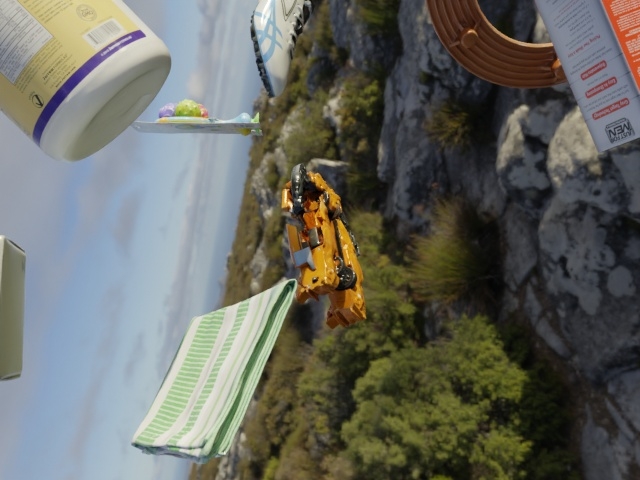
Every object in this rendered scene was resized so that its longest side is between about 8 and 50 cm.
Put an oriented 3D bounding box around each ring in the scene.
[{"bbox_3d":[0.288,-0.336,0.744,0.032,0.336,0.336,-100,23,-52],"label":"ring"}]

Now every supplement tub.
[{"bbox_3d":[-0.411,-0.304,0.914,0.241,0.331,0.241,-44,6,6],"label":"supplement tub"}]

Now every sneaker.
[{"bbox_3d":[-0.052,-0.307,0.887,0.085,0.086,0.237,82,-171,-66],"label":"sneaker"}]

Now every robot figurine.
[{"bbox_3d":[0.000,0.000,1.120,0.085,0.211,0.291,-27,47,17],"label":"robot figurine"}]

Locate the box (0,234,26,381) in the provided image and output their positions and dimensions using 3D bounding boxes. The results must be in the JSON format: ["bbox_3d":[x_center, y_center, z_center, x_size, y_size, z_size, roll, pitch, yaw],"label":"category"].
[{"bbox_3d":[-0.433,0.073,0.635,0.127,0.232,0.148,149,120,-72],"label":"box"}]

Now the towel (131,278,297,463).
[{"bbox_3d":[-0.162,0.188,0.890,0.325,0.038,0.248,-27,35,56],"label":"towel"}]

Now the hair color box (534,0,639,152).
[{"bbox_3d":[0.222,-0.145,0.480,0.072,0.043,0.141,154,94,-80],"label":"hair color box"}]

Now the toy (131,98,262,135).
[{"bbox_3d":[-0.226,-0.225,1.150,0.137,0.237,0.056,-166,80,-87],"label":"toy"}]
